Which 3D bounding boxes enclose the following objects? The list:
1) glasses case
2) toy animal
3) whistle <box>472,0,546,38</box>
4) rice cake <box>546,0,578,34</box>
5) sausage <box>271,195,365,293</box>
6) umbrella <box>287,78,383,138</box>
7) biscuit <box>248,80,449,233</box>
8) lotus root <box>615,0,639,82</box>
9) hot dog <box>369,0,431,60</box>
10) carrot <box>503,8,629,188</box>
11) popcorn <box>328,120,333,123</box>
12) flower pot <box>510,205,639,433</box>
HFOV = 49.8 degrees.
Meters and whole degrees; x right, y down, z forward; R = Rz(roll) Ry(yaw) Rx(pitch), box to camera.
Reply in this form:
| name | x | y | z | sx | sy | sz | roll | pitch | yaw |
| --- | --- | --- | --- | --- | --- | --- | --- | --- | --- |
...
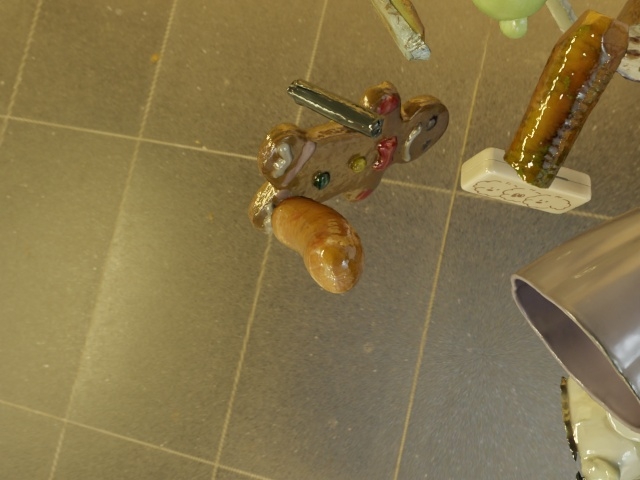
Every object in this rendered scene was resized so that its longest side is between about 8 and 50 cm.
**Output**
| name | x | y | z | sx | sy | sz | roll | pitch | yaw |
| --- | --- | --- | --- | --- | --- | --- | --- | --- | --- |
| glasses case | 0.552 | -0.156 | 1.849 | 0.337 | 0.144 | 0.076 | 12 | 69 | -18 |
| toy animal | 0.510 | 0.300 | 1.048 | 0.249 | 0.174 | 0.289 | 44 | 124 | -6 |
| whistle | 0.178 | -0.272 | 0.591 | 0.085 | 0.227 | 0.105 | -12 | 69 | -5 |
| rice cake | 0.619 | -0.639 | 1.808 | 0.052 | 0.057 | 0.256 | -43 | 114 | 0 |
| sausage | 0.001 | 0.002 | 1.105 | 0.109 | 0.270 | 0.108 | -6 | 111 | -16 |
| umbrella | 0.018 | -0.162 | 0.847 | 0.133 | 0.031 | 0.036 | 29 | 130 | 17 |
| biscuit | 0.075 | -0.157 | 1.263 | 0.432 | 0.283 | 0.064 | -21 | 58 | -26 |
| lotus root | 0.751 | -0.456 | 1.456 | 0.272 | 0.272 | 0.191 | 20 | 83 | 15 |
| hot dog | 0.200 | -0.576 | 1.763 | 0.082 | 0.162 | 0.270 | -30 | 77 | 7 |
| carrot | 0.422 | -0.244 | 1.195 | 0.114 | 0.114 | 0.301 | 29 | 109 | 16 |
| popcorn | 0.046 | -0.247 | 1.850 | 0.156 | 0.197 | 0.197 | 33 | 89 | -2 |
| flower pot | 0.431 | 0.084 | 0.914 | 0.243 | 0.265 | 0.265 | -35 | 75 | 0 |
